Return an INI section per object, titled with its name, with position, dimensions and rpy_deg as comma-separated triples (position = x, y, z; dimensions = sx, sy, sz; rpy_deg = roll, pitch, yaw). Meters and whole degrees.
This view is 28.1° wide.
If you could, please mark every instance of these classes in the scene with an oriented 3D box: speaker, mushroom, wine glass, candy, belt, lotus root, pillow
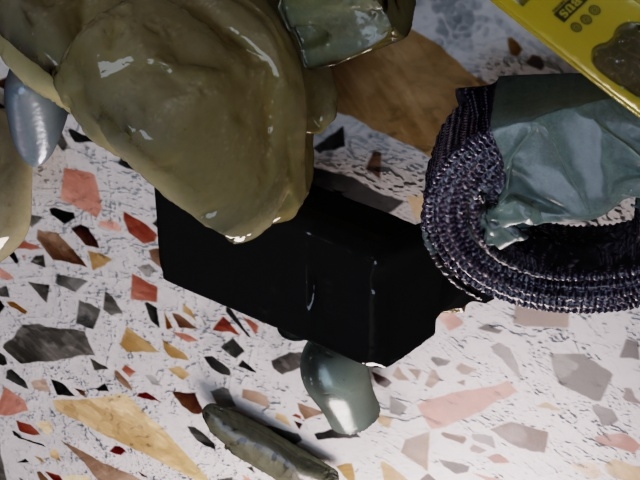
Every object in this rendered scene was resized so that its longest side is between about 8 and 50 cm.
[speaker]
position = 0.000, 0.000, 1.529
dimensions = 0.388, 0.184, 0.180
rpy_deg = 21, 129, 28
[mushroom]
position = -0.482, -0.075, 1.693
dimensions = 0.246, 0.202, 0.246
rpy_deg = 2, 97, 17
[wine glass]
position = 0.016, 0.173, 1.738
dimensions = 0.093, 0.093, 0.202
rpy_deg = 2, 134, 29
[candy]
position = -0.321, -0.189, 1.482
dimensions = 0.071, 0.174, 0.138
rpy_deg = 7, 139, 1
[belt]
position = 0.264, -0.045, 1.300
dimensions = 0.325, 0.122, 0.260
rpy_deg = 0, 129, 16
[lotus root]
position = 0.009, -0.287, 1.210
dimensions = 0.119, 0.138, 0.234
rpy_deg = -5, 130, 28
[pillow]
position = -0.086, 0.334, 2.004
dimensions = 0.241, 0.051, 0.093
rpy_deg = 28, 141, -3

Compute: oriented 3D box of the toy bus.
[toy bus]
position = 0.207, -0.261, 1.106
dimensions = 0.330, 0.152, 0.144
rpy_deg = 36, 142, -9

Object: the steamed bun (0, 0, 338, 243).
[steamed bun]
position = -0.150, -0.181, 1.321
dimensions = 0.372, 0.230, 0.325
rpy_deg = 42, -170, 34

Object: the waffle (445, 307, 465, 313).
[waffle]
position = 0.111, 0.056, 1.609
dimensions = 0.135, 0.021, 0.092
rpy_deg = -3, 132, 33
